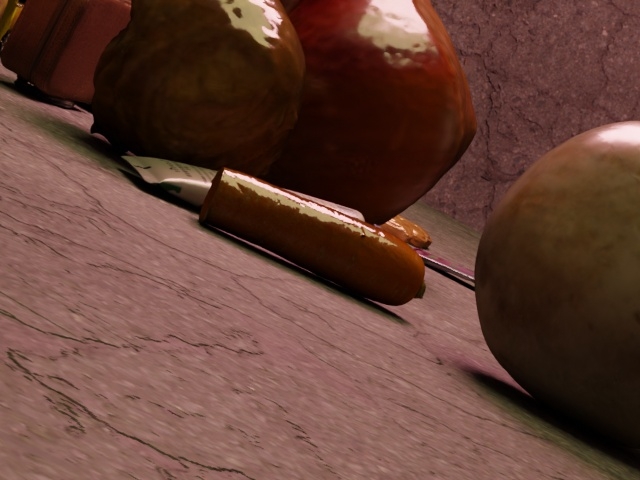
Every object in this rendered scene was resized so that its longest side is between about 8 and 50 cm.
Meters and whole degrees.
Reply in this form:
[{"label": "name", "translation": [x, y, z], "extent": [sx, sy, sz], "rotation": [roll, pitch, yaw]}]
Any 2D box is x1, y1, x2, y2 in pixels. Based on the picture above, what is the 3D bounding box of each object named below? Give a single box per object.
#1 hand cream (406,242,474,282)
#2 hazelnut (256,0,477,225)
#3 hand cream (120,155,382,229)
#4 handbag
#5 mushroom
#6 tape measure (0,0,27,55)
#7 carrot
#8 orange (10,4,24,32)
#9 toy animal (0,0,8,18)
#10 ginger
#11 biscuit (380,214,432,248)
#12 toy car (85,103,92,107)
[{"label": "hand cream", "translation": [0.236, 0.061, 2.206], "extent": [0.275, 0.050, 0.079], "rotation": [22, -21, 9]}, {"label": "hazelnut", "translation": [0.007, -0.172, 1.920], "extent": [0.372, 0.315, 0.372], "rotation": [5, 30, -3]}, {"label": "hand cream", "translation": [-0.061, -0.031, 1.582], "extent": [0.276, 0.059, 0.095], "rotation": [18, 10, -27]}, {"label": "handbag", "translation": [-0.284, -0.230, 1.853], "extent": [0.072, 0.151, 0.193], "rotation": [31, 4, 9]}, {"label": "mushroom", "translation": [0.289, 0.053, 1.434], "extent": [0.297, 0.297, 0.290], "rotation": [29, -18, 22]}, {"label": "tape measure", "translation": [-0.420, -0.325, 1.890], "extent": [0.199, 0.186, 0.112], "rotation": [25, 27, -13]}, {"label": "carrot", "translation": [0.000, 0.000, 1.489], "extent": [0.225, 0.067, 0.067], "rotation": [23, 6, -15]}, {"label": "orange", "translation": [-0.417, -0.344, 2.305], "extent": [0.262, 0.196, 0.334], "rotation": [9, 20, -25]}, {"label": "toy animal", "translation": [-0.387, -0.261, 1.647], "extent": [0.149, 0.165, 0.248], "rotation": [22, -2, 6]}, {"label": "ginger", "translation": [-0.114, -0.188, 1.676], "extent": [0.223, 0.269, 0.200], "rotation": [20, -24, 6]}, {"label": "biscuit", "translation": [0.098, -0.029, 2.441], "extent": [0.162, 0.035, 0.250], "rotation": [36, 8, 35]}, {"label": "toy car", "translation": [-0.219, -0.220, 2.064], "extent": [0.235, 0.172, 0.158], "rotation": [29, -10, -25]}]
